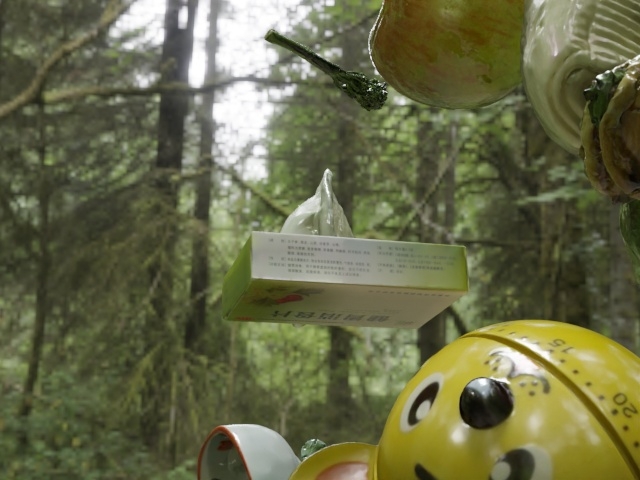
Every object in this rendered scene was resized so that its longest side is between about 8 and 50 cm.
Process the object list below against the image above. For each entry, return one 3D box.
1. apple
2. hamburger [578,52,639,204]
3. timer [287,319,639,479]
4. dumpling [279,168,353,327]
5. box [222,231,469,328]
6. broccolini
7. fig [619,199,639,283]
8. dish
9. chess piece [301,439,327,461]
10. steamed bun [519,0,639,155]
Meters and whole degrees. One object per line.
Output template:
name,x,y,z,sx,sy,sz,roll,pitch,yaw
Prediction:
apple,0.257,-0.411,2.016,0.340,0.339,0.339,2,-8,0
hamburger,0.422,-0.140,1.334,0.183,0.206,0.130,-23,37,-15
timer,0.194,0.267,1.113,0.387,0.376,0.376,-24,4,-25
dumpling,0.000,0.000,1.610,0.132,0.252,0.179,14,-24,1
box,0.025,0.052,1.285,0.261,0.062,0.175,3,-20,-15
broccolini,0.010,-0.253,1.595,0.239,0.051,0.054,22,-33,-39
fig,0.546,-0.010,1.665,0.206,0.206,0.275,3,-41,-12
dish,-0.090,0.398,1.638,0.117,0.256,0.256,-6,-3,-27
chess piece,-0.003,0.341,1.619,0.067,0.067,0.103,0,-37,9
steamed bun,0.435,-0.253,1.547,0.339,0.352,0.247,20,-30,-12
